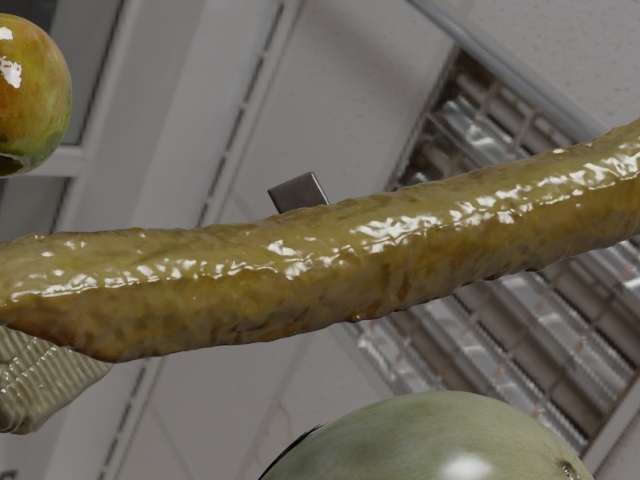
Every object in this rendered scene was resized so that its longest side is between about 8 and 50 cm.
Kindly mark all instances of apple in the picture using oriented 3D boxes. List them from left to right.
[{"bbox_3d":[-0.380,-0.163,1.214,0.196,0.196,0.196,0,-90,52],"label":"apple"}]

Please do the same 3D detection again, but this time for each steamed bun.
[{"bbox_3d":[-0.369,0.110,1.241,0.144,0.218,0.211,0,-56,37],"label":"steamed bun"}]

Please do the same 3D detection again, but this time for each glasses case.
[{"bbox_3d":[0.000,0.002,1.442,0.190,0.072,0.042,63,-9,2],"label":"glasses case"}]

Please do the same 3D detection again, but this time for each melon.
[{"bbox_3d":[0.057,0.260,0.787,0.330,0.268,0.268,-42,-124,22],"label":"melon"}]

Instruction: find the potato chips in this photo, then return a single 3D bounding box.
[{"bbox_3d":[0.041,-0.005,0.495,0.057,0.407,0.080,55,-31,42],"label":"potato chips"}]
